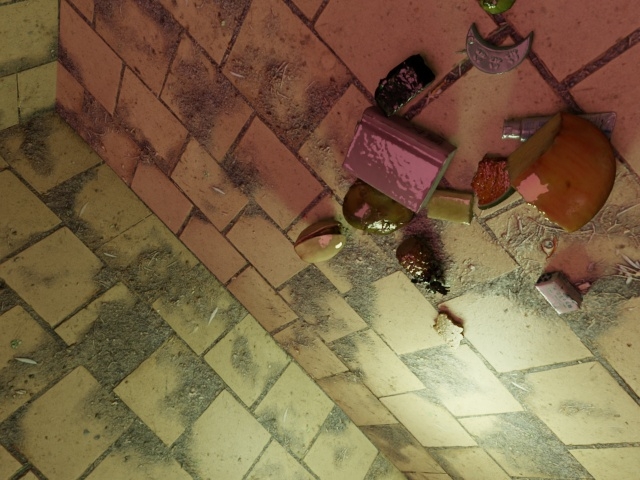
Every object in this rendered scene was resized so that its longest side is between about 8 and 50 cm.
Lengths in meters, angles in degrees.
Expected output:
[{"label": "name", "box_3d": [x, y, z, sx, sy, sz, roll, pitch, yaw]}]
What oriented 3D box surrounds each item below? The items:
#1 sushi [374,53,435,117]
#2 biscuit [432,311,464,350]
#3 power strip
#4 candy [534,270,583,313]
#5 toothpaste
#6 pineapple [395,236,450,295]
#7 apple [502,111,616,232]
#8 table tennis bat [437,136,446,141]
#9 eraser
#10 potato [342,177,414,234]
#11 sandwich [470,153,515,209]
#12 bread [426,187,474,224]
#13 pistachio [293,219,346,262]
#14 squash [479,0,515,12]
[{"label": "sushi", "box_3d": [0.280, -0.534, 1.465, 0.127, 0.124, 0.225, 50, 146, -6]}, {"label": "biscuit", "box_3d": [0.636, 0.449, 2.097, 0.163, 0.035, 0.250, 6, 127, 43]}, {"label": "power strip", "box_3d": [0.518, -0.578, 1.288, 0.216, 0.044, 0.137, 21, 136, 25]}, {"label": "candy", "box_3d": [0.908, 0.196, 1.615, 0.160, 0.073, 0.092, 47, 145, -5]}, {"label": "toothpaste", "box_3d": [0.724, -0.340, 1.312, 0.300, 0.073, 0.113, 8, 128, 24]}, {"label": "pineapple", "box_3d": [0.459, 0.134, 1.903, 0.170, 0.141, 0.310, -22, 116, 43]}, {"label": "apple", "box_3d": [0.736, -0.187, 1.285, 0.309, 0.314, 0.252, 35, 175, -6]}, {"label": "table tennis bat", "box_3d": [0.418, -0.329, 1.614, 0.087, 0.013, 0.156, 44, 140, -1]}, {"label": "eraser", "box_3d": [0.289, -0.312, 1.619, 0.359, 0.122, 0.272, 33, 129, 17]}, {"label": "potato", "box_3d": [0.231, -0.120, 1.820, 0.300, 0.196, 0.246, 32, 141, 11]}, {"label": "sandwich", "box_3d": [0.626, -0.209, 1.504, 0.159, 0.079, 0.235, 34, 137, 27]}, {"label": "bread", "box_3d": [0.507, -0.138, 1.670, 0.178, 0.060, 0.139, 15, 132, 31]}, {"label": "pistachio", "box_3d": [0.000, 0.000, 2.117, 0.318, 0.214, 0.193, -34, 62, 45]}, {"label": "squash", "box_3d": [0.476, -0.669, 1.173, 0.105, 0.132, 0.105, 22, 134, 25]}]
